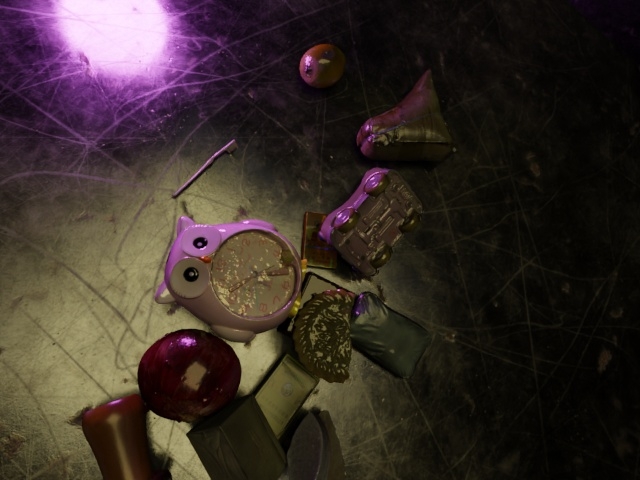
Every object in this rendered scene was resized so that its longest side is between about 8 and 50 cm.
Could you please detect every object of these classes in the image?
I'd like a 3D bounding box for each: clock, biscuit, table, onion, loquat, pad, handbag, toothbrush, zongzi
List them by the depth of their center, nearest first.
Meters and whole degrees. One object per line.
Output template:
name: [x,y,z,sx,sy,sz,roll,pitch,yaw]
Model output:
onion: [-0.348,0.360,1.149,0.277,0.276,0.275,4,76,-17]
biscuit: [0.011,0.273,1.229,0.188,0.036,0.273,7,76,-17]
clock: [-0.263,0.105,1.248,0.377,0.251,0.367,18,70,-20]
table: [-0.024,0.226,1.339,0.173,0.169,0.193,27,72,-10]
toothbrush: [-0.385,-0.244,1.411,0.294,0.026,0.028,-45,108,-22]
handbag: [0.220,0.321,1.440,0.332,0.075,0.191,35,81,-12]
loquat: [0.014,-0.653,1.580,0.195,0.152,0.152,-33,89,-30]
zongzi: [0.301,-0.487,1.615,0.357,0.174,0.391,-4,78,-15]
pad: [0.466,-0.365,1.729,0.193,0.004,0.116,-36,89,-21]

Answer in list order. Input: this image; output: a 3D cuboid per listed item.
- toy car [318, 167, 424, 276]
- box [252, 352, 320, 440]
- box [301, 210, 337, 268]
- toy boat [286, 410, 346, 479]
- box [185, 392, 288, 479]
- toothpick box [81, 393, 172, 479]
toy car: [0.164,-0.074,1.468,0.242,0.226,0.336,43,84,-24]
box: [-0.123,0.477,1.304,0.141,0.064,0.220,42,67,-3]
box: [0.000,0.000,1.476,0.122,0.030,0.192,8,76,-16]
toy boat: [0.000,0.647,1.242,0.111,0.293,0.275,-12,60,20]
box: [-0.221,0.574,1.162,0.231,0.156,0.149,63,31,-2]
toothpick box: [-0.509,0.567,1.095,0.192,0.192,0.294,-17,77,-21]
